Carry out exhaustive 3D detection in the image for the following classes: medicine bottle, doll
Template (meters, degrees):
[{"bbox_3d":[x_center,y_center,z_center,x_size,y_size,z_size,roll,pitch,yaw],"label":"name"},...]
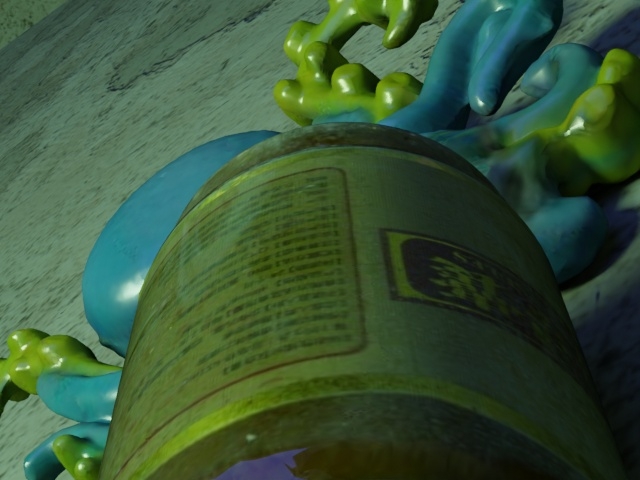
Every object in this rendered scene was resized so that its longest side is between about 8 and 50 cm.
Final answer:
[{"bbox_3d":[0.012,0.085,0.400,0.151,0.151,0.322,-35,21,14],"label":"medicine bottle"},{"bbox_3d":[0.000,0.000,0.716,0.341,0.099,0.346,6,52,47],"label":"doll"}]
